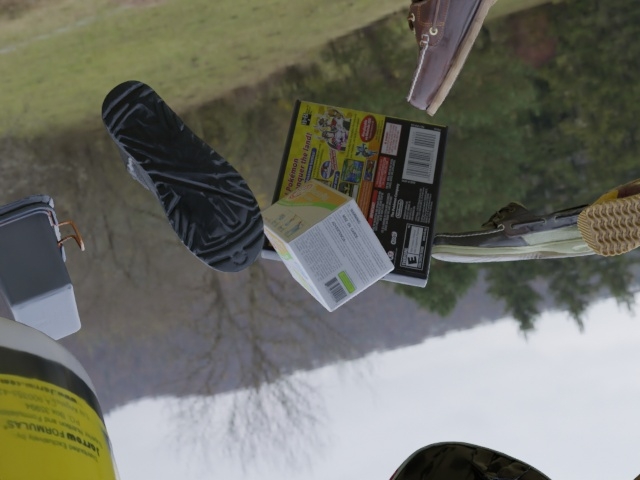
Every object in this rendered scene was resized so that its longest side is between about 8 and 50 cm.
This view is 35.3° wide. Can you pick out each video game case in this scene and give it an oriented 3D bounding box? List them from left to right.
[{"bbox_3d":[0.058,-0.077,1.541,0.248,0.275,0.035,10,153,2],"label":"video game case"}]

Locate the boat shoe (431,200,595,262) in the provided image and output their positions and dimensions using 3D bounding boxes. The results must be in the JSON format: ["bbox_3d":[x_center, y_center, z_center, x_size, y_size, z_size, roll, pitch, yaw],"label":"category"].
[{"bbox_3d":[0.243,-0.012,1.257,0.223,0.073,0.080,-2,177,-13],"label":"boat shoe"}]

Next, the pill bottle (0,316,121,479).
[{"bbox_3d":[-0.150,0.207,0.406,0.187,0.334,0.188,-16,141,-13],"label":"pill bottle"}]

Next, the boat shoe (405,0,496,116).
[{"bbox_3d":[0.115,-0.208,0.902,0.073,0.207,0.073,23,-142,-1],"label":"boat shoe"}]

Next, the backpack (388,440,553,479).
[{"bbox_3d":[0.154,0.355,1.100,0.225,0.191,0.253,17,-131,24],"label":"backpack"}]

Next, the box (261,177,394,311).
[{"bbox_3d":[0.000,0.000,1.356,0.103,0.114,0.203,-34,-163,-7],"label":"box"}]

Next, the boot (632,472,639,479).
[{"bbox_3d":[0.383,0.267,0.927,0.269,0.236,0.089,-46,-178,-10],"label":"boot"}]

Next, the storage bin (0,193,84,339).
[{"bbox_3d":[-0.258,0.034,0.920,0.098,0.091,0.135,-23,159,-18],"label":"storage bin"}]

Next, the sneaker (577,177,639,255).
[{"bbox_3d":[0.319,-0.036,0.885,0.084,0.070,0.185,-35,-162,-36],"label":"sneaker"}]

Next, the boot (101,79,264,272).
[{"bbox_3d":[-0.157,-0.071,1.169,0.094,0.246,0.207,-39,-177,-5],"label":"boot"}]
